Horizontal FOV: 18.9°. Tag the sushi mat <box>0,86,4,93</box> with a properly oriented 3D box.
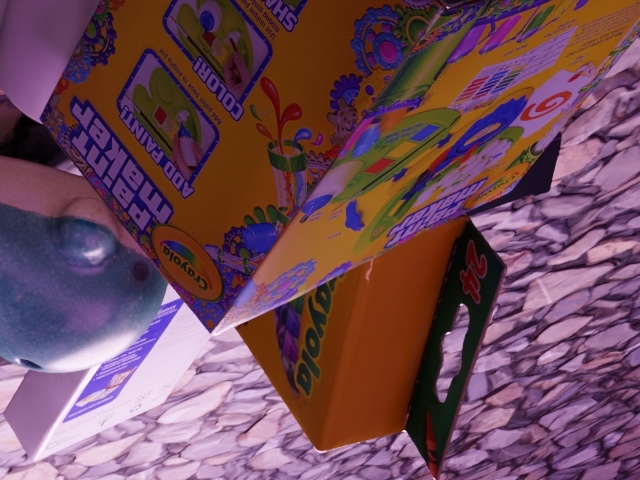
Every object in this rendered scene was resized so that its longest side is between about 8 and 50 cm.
[{"bbox_3d":[-0.178,-0.148,1.360,0.316,0.019,0.151,-6,149,-34],"label":"sushi mat"}]

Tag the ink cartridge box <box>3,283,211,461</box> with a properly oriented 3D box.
[{"bbox_3d":[-0.159,0.073,1.722,0.165,0.065,0.333,-21,161,-39],"label":"ink cartridge box"}]

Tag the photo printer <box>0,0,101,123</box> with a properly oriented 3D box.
[{"bbox_3d":[-0.062,-0.220,1.159,0.256,0.107,0.307,-29,161,-32],"label":"photo printer"}]

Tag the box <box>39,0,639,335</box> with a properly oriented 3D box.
[{"bbox_3d":[0.040,-0.131,1.105,0.290,0.177,0.279,-25,159,-44],"label":"box"}]

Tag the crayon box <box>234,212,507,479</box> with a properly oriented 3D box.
[{"bbox_3d":[0.000,0.000,1.354,0.081,0.318,0.202,-10,132,-28],"label":"crayon box"}]

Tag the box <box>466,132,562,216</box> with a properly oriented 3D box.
[{"bbox_3d":[0.085,-0.099,1.524,0.156,0.158,0.093,-20,156,-10],"label":"box"}]

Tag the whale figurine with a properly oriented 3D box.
[{"bbox_3d":[-0.239,0.012,1.443,0.216,0.141,0.272,-1,160,42],"label":"whale figurine"}]
